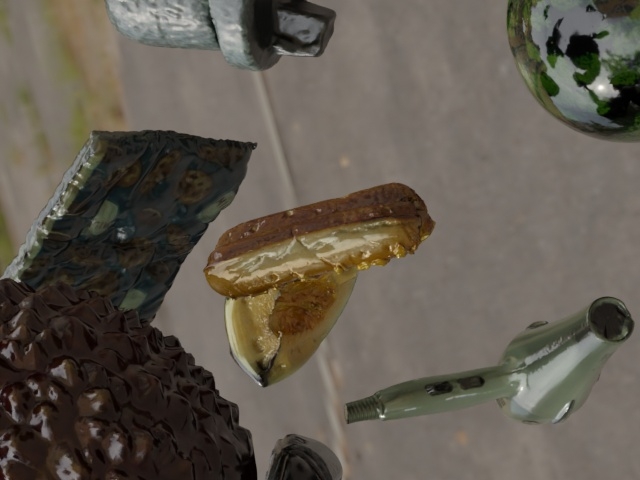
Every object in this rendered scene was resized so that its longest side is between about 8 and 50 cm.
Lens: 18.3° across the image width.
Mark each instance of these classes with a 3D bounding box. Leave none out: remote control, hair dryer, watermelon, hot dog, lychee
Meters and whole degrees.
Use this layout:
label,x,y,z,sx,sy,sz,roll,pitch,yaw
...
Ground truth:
label,x,y,z,sx,sy,sz,roll,pitch,yaw
remote control,-0.012,0.203,1.581,0.266,0.066,0.090,134,139,-88
hair dryer,0.162,0.101,1.649,0.219,0.225,0.088,-37,62,47
watermelon,0.278,-0.213,1.692,0.269,0.269,0.269,163,90,-76
hot dog,0.000,0.000,1.387,0.071,0.165,0.045,-61,-46,-66
lychee,-0.195,0.184,1.462,0.330,0.306,0.306,58,166,-3

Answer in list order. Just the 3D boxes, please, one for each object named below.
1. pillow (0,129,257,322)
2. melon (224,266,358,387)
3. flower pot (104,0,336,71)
label,x,y,z,sx,sy,sz,roll,pitch,yaw
pillow,-0.177,0.007,1.685,0.034,0.189,0.255,51,121,32
melon,-0.027,0.050,1.866,0.079,0.128,0.160,31,107,28
flower pot,-0.102,-0.364,2.531,0.299,0.282,0.299,8,-90,-73
